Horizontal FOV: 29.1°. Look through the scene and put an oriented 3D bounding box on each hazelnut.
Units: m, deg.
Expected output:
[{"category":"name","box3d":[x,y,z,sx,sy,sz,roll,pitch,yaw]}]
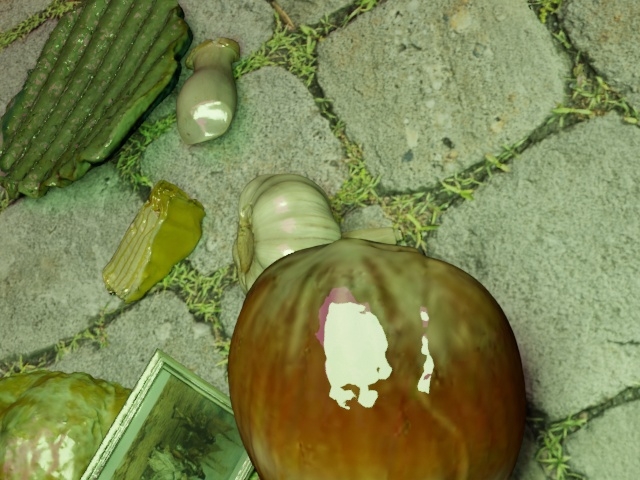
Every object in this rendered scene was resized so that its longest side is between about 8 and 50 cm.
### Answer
[{"category":"hazelnut","box3d":[0.061,0.170,1.410,0.373,0.372,0.315,-7,22,19]}]

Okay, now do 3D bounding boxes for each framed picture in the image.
[{"category":"framed picture","box3d":[-0.188,0.301,1.514,0.017,0.217,0.274,5,62,55]}]

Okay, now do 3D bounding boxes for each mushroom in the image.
[{"category":"mushroom","box3d":[-0.167,-0.226,1.862,0.088,0.097,0.212,20,48,-13]}]

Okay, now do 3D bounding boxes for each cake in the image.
[{"category":"cake","box3d":[-0.245,0.001,1.761,0.185,0.116,0.079,-33,57,-4]}]

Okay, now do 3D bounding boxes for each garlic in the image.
[{"category":"garlic","box3d":[0.000,0.000,1.657,0.226,0.199,0.199,-4,54,-18]}]

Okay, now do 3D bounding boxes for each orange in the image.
[{"category":"orange","box3d":[-0.365,0.283,1.592,0.369,0.210,0.270,-2,51,24]}]

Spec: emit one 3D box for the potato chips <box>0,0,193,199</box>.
[{"category":"potato chips","box3d":[-0.359,-0.247,1.951,0.359,0.070,0.429,5,59,40]}]
